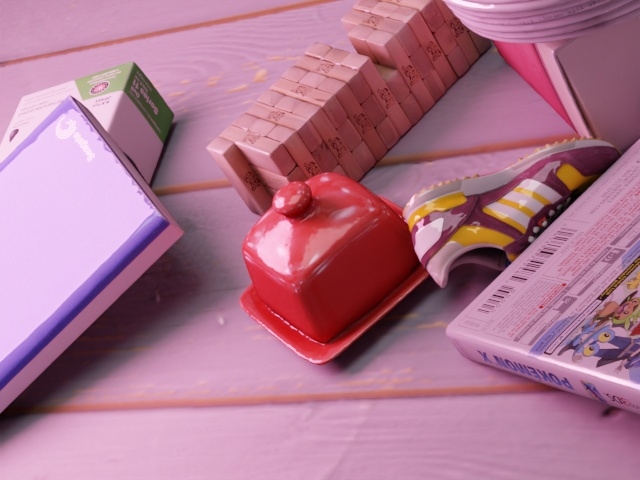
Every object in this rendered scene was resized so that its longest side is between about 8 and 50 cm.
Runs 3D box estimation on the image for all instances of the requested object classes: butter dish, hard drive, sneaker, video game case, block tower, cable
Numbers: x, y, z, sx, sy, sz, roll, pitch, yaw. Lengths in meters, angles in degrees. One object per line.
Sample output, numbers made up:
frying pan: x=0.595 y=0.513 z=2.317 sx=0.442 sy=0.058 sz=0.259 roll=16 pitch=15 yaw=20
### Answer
butter dish: x=0.000 y=0.000 z=1.496 sx=0.160 sy=0.118 sz=0.160 roll=-41 pitch=34 yaw=-11
hard drive: x=-0.294 y=0.037 z=1.660 sx=0.319 sy=0.040 sz=0.210 roll=-44 pitch=50 yaw=4
sneaker: x=0.164 y=-0.019 z=1.444 sx=0.185 sy=0.069 sz=0.084 roll=-20 pitch=68 yaw=-1
video game case: x=0.277 y=-0.012 z=1.294 sx=0.329 sy=0.036 sz=0.300 roll=-43 pitch=20 yaw=-14
block tower: x=0.052 y=-0.158 z=1.675 sx=0.335 sy=0.091 sz=0.097 roll=-45 pitch=35 yaw=-16
cable: x=0.208 y=-0.258 z=1.448 sx=0.257 sy=0.089 sz=0.257 roll=-24 pitch=36 yaw=11

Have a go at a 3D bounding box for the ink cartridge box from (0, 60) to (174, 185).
ink cartridge box: x=-0.253 y=-0.069 z=1.814 sx=0.153 sy=0.087 sz=0.208 roll=-14 pitch=40 yaw=26

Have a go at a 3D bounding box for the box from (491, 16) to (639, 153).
box: x=0.236 y=-0.198 z=1.541 sx=0.149 sy=0.127 sz=0.232 roll=-33 pitch=34 yaw=0
